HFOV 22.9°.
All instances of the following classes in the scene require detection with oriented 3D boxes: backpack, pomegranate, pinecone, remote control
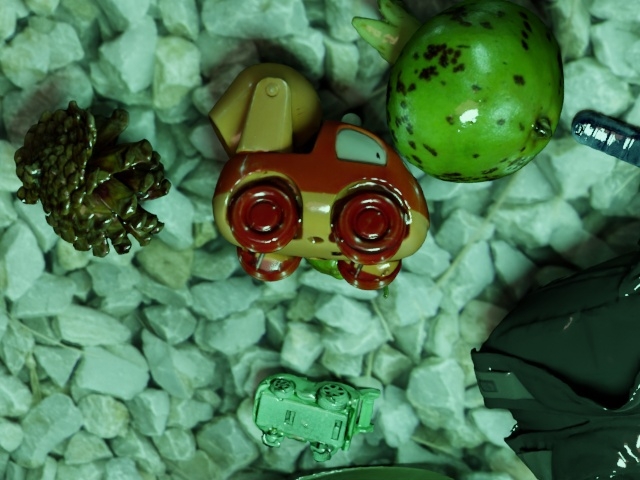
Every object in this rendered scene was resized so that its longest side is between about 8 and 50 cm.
[{"bbox_3d":[0.401,0.150,1.795,0.446,0.255,0.363,-20,112,33],"label":"backpack"},{"bbox_3d":[0.152,-0.177,1.738,0.263,0.211,0.211,39,120,29],"label":"pomegranate"},{"bbox_3d":[-0.263,-0.069,1.865,0.179,0.150,0.195,3,135,50],"label":"pinecone"},{"bbox_3d":[0.360,-0.106,1.814,0.153,0.027,0.043,20,112,-2],"label":"remote control"}]

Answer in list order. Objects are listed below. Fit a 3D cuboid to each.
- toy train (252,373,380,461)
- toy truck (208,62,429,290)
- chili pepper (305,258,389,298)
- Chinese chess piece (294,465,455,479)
[{"bbox_3d":[-0.008,0.215,2.003,0.149,0.081,0.099,13,116,10],"label":"toy train"},{"bbox_3d":[-0.003,-0.079,1.788,0.265,0.189,0.239,6,75,3],"label":"toy truck"},{"bbox_3d":[-0.001,0.002,1.906,0.204,0.073,0.072,31,151,-1],"label":"chili pepper"},{"bbox_3d":[0.036,0.401,1.923,0.349,0.349,0.146,-7,104,13],"label":"Chinese chess piece"}]
